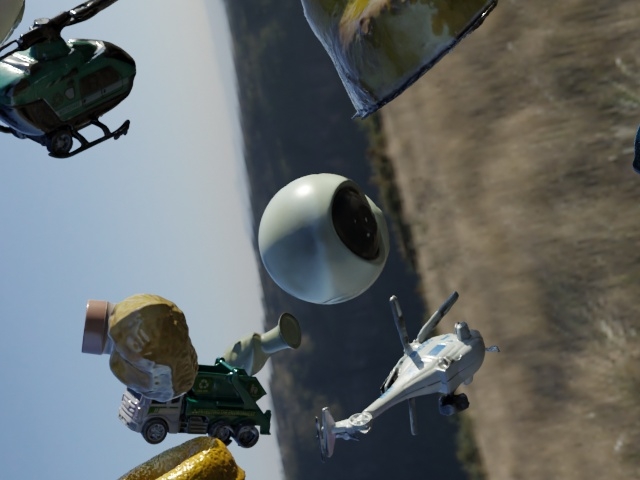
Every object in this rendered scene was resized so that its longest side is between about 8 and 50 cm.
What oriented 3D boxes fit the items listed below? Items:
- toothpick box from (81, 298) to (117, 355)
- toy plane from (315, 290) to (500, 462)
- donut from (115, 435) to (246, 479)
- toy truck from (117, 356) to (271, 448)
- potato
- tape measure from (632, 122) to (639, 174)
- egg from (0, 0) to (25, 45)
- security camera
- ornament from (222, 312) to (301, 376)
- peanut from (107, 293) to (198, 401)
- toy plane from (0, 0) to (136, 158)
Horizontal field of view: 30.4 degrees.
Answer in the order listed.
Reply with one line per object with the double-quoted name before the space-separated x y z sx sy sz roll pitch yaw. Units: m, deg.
"toothpick box" -0.349 0.162 2.115 0.098 0.149 0.098 -173 90 -80
"toy plane" 0.110 0.162 1.406 0.273 0.107 0.182 -5 -81 -52
"donut" -0.148 0.245 1.141 0.058 0.152 0.152 64 180 -9
"toy truck" -0.178 0.229 1.714 0.110 0.216 0.116 21 101 62
"potato" 0.059 -0.366 1.604 0.296 0.290 0.397 45 -156 -7
"tape measure" 0.456 -0.129 1.459 0.081 0.125 0.146 49 133 51
"egg" -0.581 -0.358 1.702 0.278 0.336 0.278 51 -154 -36
"security camera" 0.000 0.000 1.716 0.236 0.195 0.194 23 -126 -80
"ornament" -0.112 0.193 2.117 0.081 0.156 0.074 34 -142 -38
"peanut" -0.179 0.111 1.243 0.194 0.093 0.083 80 -163 -61
"toy plane" -0.330 -0.168 1.308 0.106 0.382 0.155 26 130 31
